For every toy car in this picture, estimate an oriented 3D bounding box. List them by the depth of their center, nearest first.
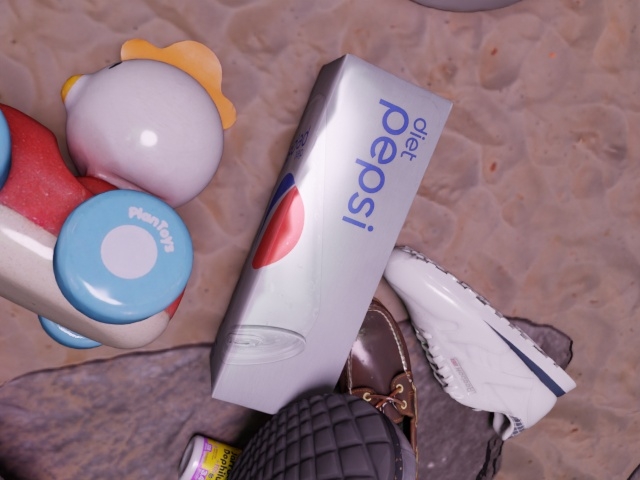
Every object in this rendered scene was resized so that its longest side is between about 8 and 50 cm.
[{"bbox_3d":[-0.160,-0.065,0.431,0.210,0.219,0.238,33,63,-15],"label":"toy car"}]

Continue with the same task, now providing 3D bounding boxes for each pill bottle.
[{"bbox_3d":[-0.084,0.212,0.552,0.083,0.043,0.043,25,95,-16],"label":"pill bottle"}]

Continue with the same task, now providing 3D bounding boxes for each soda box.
[{"bbox_3d":[0.000,0.000,0.504,0.098,0.091,0.286,21,96,-15],"label":"soda box"}]

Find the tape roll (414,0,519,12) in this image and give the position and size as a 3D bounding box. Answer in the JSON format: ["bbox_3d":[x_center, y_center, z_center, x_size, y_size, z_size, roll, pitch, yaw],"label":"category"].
[{"bbox_3d":[0.134,-0.333,0.465,0.286,0.100,0.286,-2,101,-11],"label":"tape roll"}]

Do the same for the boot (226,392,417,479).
[{"bbox_3d":[0.017,0.259,0.503,0.222,0.118,0.338,29,129,-20],"label":"boot"}]

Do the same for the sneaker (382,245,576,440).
[{"bbox_3d":[0.134,0.098,0.561,0.235,0.090,0.095,41,100,-15],"label":"sneaker"}]

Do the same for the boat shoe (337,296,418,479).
[{"bbox_3d":[0.058,0.155,0.558,0.073,0.073,0.207,-13,102,-9],"label":"boat shoe"}]

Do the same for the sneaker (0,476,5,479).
[{"bbox_3d":[-0.339,0.189,0.353,0.210,0.137,0.366,-52,142,-28],"label":"sneaker"}]
